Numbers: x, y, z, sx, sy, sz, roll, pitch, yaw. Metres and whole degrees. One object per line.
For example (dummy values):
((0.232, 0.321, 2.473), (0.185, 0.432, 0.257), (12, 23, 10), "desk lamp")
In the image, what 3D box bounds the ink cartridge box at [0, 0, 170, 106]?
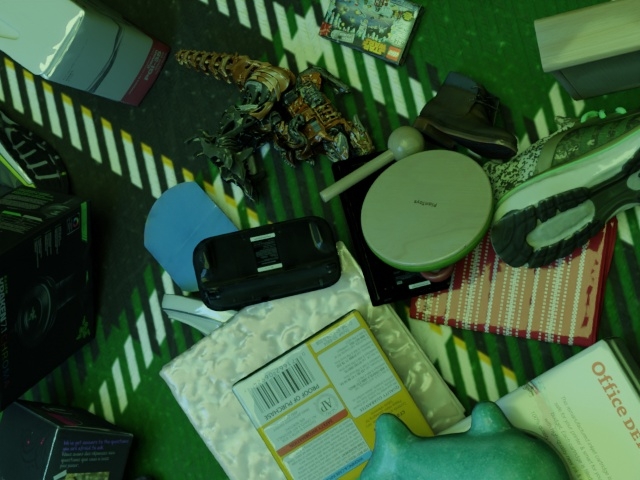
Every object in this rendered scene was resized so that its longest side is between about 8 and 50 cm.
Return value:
((-0.384, -0.314, 1.948), (0.207, 0.283, 0.117), (35, 98, 17), "ink cartridge box")

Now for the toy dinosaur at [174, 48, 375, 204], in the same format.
((-0.079, -0.182, 1.938), (0.322, 0.164, 0.218), (32, 82, 35), "toy dinosaur")

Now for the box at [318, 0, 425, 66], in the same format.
((0.075, -0.324, 1.931), (0.137, 0.027, 0.094), (22, 95, 18), "box")

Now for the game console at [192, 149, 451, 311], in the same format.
((0.000, 0.000, 1.814), (0.361, 0.044, 0.213), (-12, 73, -11), "game console")

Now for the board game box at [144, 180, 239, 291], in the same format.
((-0.193, -0.004, 2.002), (0.169, 0.033, 0.133), (47, 106, 20), "board game box")

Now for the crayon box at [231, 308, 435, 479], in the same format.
((0.047, 0.283, 1.785), (0.203, 0.083, 0.323), (-31, 88, -2), "crayon box")

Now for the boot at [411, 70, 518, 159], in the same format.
((0.212, -0.179, 1.810), (0.219, 0.082, 0.106), (22, 84, 56), "boot")

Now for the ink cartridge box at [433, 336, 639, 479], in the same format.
((0.323, 0.277, 1.728), (0.270, 0.197, 0.198), (-32, 78, 15), "ink cartridge box")

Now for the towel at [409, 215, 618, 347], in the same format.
((0.271, 0.036, 1.846), (0.274, 0.031, 0.199), (8, 89, 19), "towel")

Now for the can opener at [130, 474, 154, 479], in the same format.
((-0.326, 0.414, 2.011), (0.186, 0.073, 0.059), (-29, 71, 28), "can opener")

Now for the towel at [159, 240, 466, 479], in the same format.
((-0.013, 0.218, 1.853), (0.332, 0.053, 0.317), (-35, 89, -1), "towel")

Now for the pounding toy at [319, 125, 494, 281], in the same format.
((0.141, -0.032, 1.781), (0.183, 0.110, 0.237), (-42, 51, -6), "pounding toy")

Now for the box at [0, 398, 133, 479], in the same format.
((-0.411, 0.392, 1.959), (0.165, 0.143, 0.270), (14, 88, 48), "box")

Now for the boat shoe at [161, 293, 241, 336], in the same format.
((-0.121, 0.150, 1.941), (0.267, 0.096, 0.088), (18, 88, 10), "boat shoe")

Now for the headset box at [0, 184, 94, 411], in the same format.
((-0.454, 0.077, 1.933), (0.131, 0.283, 0.246), (11, 114, 19), "headset box")

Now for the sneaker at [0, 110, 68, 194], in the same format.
((-0.526, -0.132, 2.093), (0.300, 0.111, 0.121), (40, 116, 18), "sneaker")

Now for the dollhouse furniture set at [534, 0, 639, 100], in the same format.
((0.358, -0.409, 1.723), (0.362, 0.256, 0.394), (-11, 84, 17), "dollhouse furniture set")

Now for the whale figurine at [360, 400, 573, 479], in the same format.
((0.172, 0.301, 1.599), (0.272, 0.141, 0.216), (19, 95, 21), "whale figurine")

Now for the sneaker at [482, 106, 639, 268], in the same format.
((0.387, -0.134, 1.762), (0.410, 0.158, 0.182), (-26, 48, 2), "sneaker")
